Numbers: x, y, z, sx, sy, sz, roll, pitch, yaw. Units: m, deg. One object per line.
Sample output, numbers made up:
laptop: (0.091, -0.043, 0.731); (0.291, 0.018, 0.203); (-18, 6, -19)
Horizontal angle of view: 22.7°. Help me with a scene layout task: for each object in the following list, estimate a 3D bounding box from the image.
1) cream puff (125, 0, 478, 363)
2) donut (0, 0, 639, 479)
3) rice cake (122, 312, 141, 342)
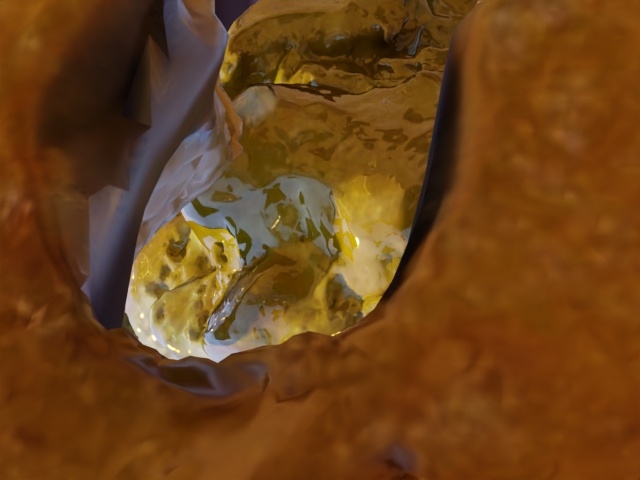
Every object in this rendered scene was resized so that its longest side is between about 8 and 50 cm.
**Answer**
cream puff: (0.062, -0.016, 0.929); (0.378, 0.276, 0.378); (20, 168, 5)
donut: (-0.016, 0.032, 0.435); (0.435, 0.163, 0.378); (9, -119, 22)
rice cake: (-0.139, -0.013, 0.811); (0.033, 0.208, 0.033); (-22, -173, 10)
